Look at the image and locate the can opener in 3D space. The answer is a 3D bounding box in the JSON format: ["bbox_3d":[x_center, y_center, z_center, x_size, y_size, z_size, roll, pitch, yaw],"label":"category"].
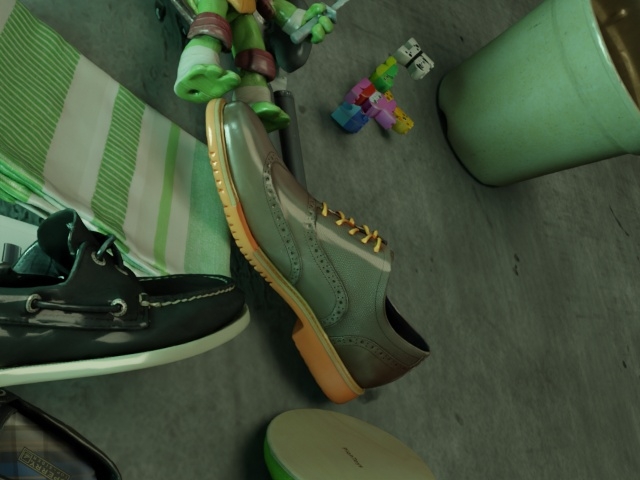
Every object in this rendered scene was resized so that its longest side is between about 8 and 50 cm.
[{"bbox_3d":[-0.053,-0.166,0.963,0.074,0.093,0.280,12,67,-46],"label":"can opener"}]

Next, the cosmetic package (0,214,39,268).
[{"bbox_3d":[-0.271,0.028,0.629,0.239,0.060,0.098,21,55,-42],"label":"cosmetic package"}]

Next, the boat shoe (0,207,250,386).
[{"bbox_3d":[-0.192,0.034,0.567,0.340,0.127,0.113,-6,98,-38],"label":"boat shoe"}]

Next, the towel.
[{"bbox_3d":[-0.203,-0.087,0.735,0.325,0.038,0.247,36,30,-32],"label":"towel"}]

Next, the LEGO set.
[{"bbox_3d":[0.098,-0.193,1.141,0.093,0.087,0.227,44,41,-3],"label":"LEGO set"}]

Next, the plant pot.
[{"bbox_3d":[0.376,-0.241,1.312,0.334,0.305,0.333,24,55,-40],"label":"plant pot"}]

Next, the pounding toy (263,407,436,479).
[{"bbox_3d":[0.018,0.271,0.787,0.183,0.110,0.237,18,14,-9],"label":"pounding toy"}]

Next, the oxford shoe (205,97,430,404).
[{"bbox_3d":[0.000,0.000,0.848,0.363,0.133,0.130,62,14,-23],"label":"oxford shoe"}]

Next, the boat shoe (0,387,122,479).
[{"bbox_3d":[-0.242,0.141,0.591,0.228,0.076,0.080,44,43,-25],"label":"boat shoe"}]

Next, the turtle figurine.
[{"bbox_3d":[-0.055,-0.266,0.857,0.198,0.275,0.266,88,3,-69],"label":"turtle figurine"}]
